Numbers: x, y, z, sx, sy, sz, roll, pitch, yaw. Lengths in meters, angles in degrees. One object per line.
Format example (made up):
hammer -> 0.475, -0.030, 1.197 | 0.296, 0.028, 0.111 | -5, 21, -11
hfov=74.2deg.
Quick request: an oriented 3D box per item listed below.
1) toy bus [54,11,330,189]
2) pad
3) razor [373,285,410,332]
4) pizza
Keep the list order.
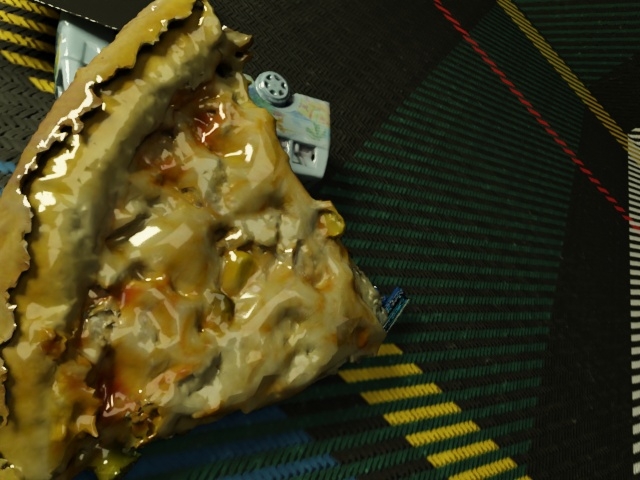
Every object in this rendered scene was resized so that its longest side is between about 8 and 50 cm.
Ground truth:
toy bus -> -0.145, -0.152, 0.529 | 0.329, 0.109, 0.136 | 8, 72, -31
pad -> -0.275, -0.328, 0.515 | 0.202, 0.005, 0.300 | 15, 40, -13
razor -> -0.007, 0.001, 0.544 | 0.324, 0.056, 0.093 | 50, 62, -20
pizza -> -0.127, 0.034, 0.381 | 0.392, 0.080, 0.435 | -42, 107, -30
